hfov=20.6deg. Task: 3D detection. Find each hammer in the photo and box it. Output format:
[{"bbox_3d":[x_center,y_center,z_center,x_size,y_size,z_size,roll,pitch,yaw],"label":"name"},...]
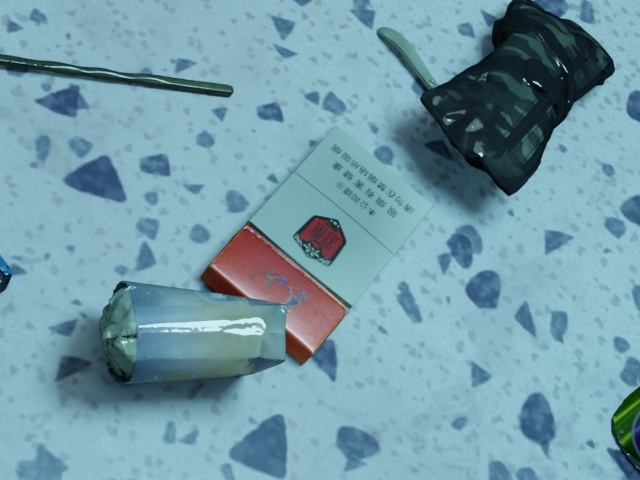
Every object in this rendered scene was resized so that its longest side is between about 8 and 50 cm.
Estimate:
[{"bbox_3d":[-0.224,-0.171,1.777,0.292,0.029,0.058,6,61,-25],"label":"hammer"}]

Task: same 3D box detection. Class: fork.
[{"bbox_3d":[0.132,-0.154,1.941,0.034,0.028,0.219,-33,74,-29],"label":"fork"}]

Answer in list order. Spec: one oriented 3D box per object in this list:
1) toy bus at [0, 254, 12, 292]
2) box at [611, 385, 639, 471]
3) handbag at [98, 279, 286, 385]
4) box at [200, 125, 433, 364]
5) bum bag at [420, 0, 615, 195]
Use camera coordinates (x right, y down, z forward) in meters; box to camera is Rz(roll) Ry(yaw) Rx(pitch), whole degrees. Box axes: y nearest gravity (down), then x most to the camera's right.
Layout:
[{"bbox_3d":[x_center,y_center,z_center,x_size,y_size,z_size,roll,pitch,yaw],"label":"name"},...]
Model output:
[{"bbox_3d":[-0.325,0.034,1.591,0.083,0.038,0.046,-14,65,-32],"label":"toy bus"},{"bbox_3d":[0.423,0.132,1.697,0.134,0.345,0.097,43,51,4],"label":"box"},{"bbox_3d":[-0.126,0.084,1.606,0.173,0.117,0.095,1,80,-23],"label":"handbag"},{"bbox_3d":[0.000,0.000,1.771,0.139,0.035,0.245,41,51,2],"label":"box"},{"bbox_3d":[0.222,-0.173,1.927,0.144,0.095,0.340,45,43,-1],"label":"bum bag"}]
